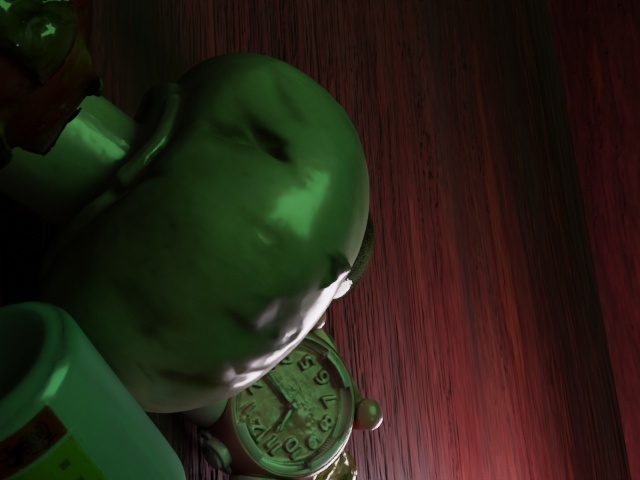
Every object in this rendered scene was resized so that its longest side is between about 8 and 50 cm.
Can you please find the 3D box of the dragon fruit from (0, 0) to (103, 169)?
[{"bbox_3d":[-0.286,-0.162,0.983,0.291,0.250,0.269,15,53,-49],"label":"dragon fruit"}]

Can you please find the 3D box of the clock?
[{"bbox_3d":[-0.047,0.151,1.491,0.162,0.093,0.166,-38,106,-33],"label":"clock"}]

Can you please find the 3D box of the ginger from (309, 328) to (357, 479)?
[{"bbox_3d":[-0.018,0.143,1.637,0.137,0.074,0.213,34,37,-55],"label":"ginger"}]

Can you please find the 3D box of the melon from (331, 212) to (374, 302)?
[{"bbox_3d":[0.000,0.000,1.734,0.114,0.114,0.167,62,24,-25],"label":"melon"}]

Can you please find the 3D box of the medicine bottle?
[{"bbox_3d":[-0.174,0.160,1.124,0.225,0.139,0.139,58,25,-33],"label":"medicine bottle"}]

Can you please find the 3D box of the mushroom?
[{"bbox_3d":[-0.138,-0.042,1.243,0.336,0.314,0.314,39,32,-19],"label":"mushroom"}]
